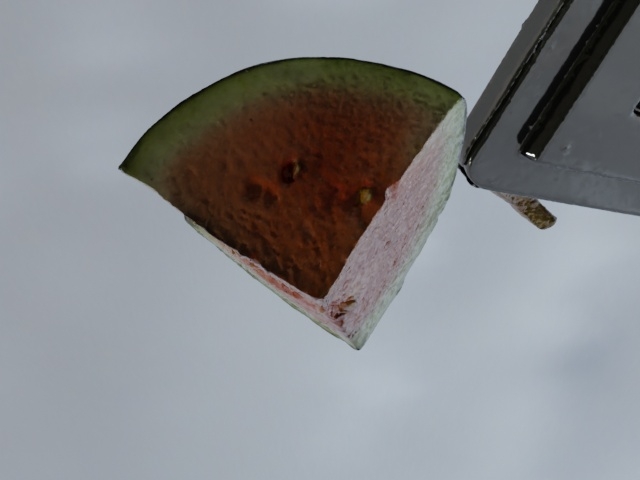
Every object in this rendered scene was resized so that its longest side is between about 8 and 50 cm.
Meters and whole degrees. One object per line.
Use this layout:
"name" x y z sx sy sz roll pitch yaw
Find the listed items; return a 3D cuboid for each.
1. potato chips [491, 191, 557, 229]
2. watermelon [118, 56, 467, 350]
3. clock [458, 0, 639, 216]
"potato chips" 0.155 -0.059 1.395 0.026 0.204 0.037 -50 -128 1
"watermelon" 0.000 -0.016 0.904 0.193 0.145 0.137 -10 -106 10
"clock" 0.272 -0.134 1.249 0.279 0.273 0.049 7 -144 -34
